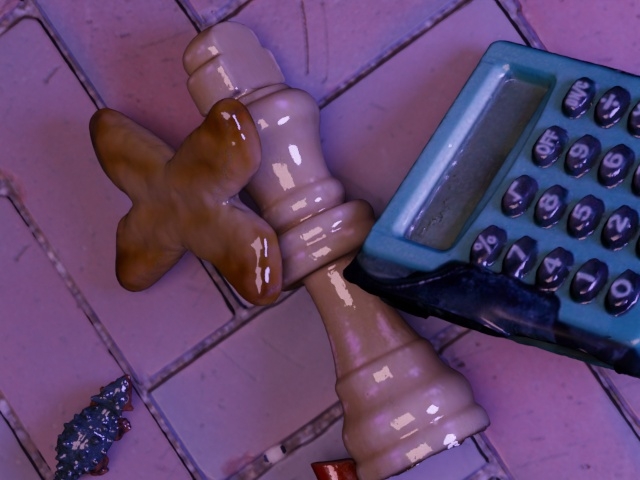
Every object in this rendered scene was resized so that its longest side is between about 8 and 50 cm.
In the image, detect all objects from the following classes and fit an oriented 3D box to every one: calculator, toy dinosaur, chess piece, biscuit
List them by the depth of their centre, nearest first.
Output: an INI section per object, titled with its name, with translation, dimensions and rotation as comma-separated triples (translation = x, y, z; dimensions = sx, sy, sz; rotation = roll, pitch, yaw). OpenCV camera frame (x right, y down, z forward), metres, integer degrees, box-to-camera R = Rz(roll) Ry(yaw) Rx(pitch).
[calculator]
translation = 0.183, -0.028, 1.398
dimensions = 0.274, 0.058, 0.248
rotation = 19, 66, 33
[biscuit]
translation = -0.110, -0.033, 1.497
dimensions = 0.208, 0.047, 0.164
rotation = 2, 108, 50
[chess piece]
translation = 0.000, 0.000, 1.500
dimensions = 0.117, 0.117, 0.397
rotation = -28, 83, 12
[toy dinosaur]
translation = -0.202, 0.178, 1.576
dimensions = 0.049, 0.055, 0.154
rotation = 33, 95, 7

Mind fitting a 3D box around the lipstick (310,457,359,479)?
[lipstick]
translation = 0.067, 0.299, 1.510
dimensions = 0.068, 0.061, 0.274
rotation = -27, 84, 12
